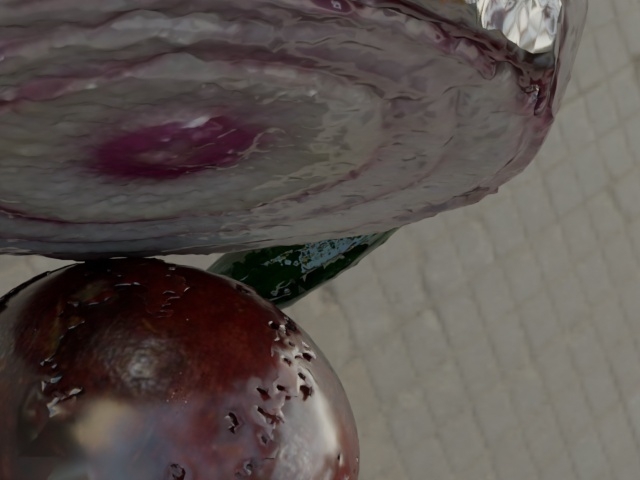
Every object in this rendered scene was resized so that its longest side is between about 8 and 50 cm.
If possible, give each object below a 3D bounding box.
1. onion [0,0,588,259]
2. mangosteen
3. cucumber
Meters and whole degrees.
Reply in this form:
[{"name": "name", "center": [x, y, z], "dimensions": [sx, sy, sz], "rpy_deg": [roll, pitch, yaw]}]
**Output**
[{"name": "onion", "center": [-0.075, -0.137, 0.438], "dimensions": [0.337, 0.282, 0.260], "rpy_deg": [7, 66, -40]}, {"name": "mangosteen", "center": [-0.076, 0.097, 0.500], "dimensions": [0.166, 0.166, 0.180], "rpy_deg": [49, 55, -26]}, {"name": "cucumber", "center": [0.000, 0.000, 0.616], "dimensions": [0.168, 0.039, 0.039], "rpy_deg": [-34, 113, 4]}]
